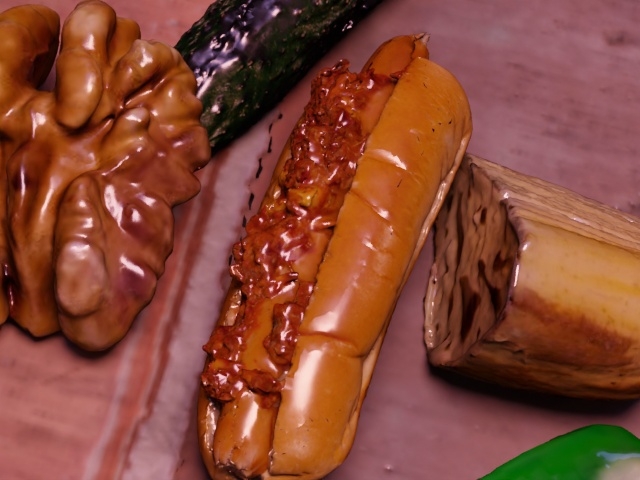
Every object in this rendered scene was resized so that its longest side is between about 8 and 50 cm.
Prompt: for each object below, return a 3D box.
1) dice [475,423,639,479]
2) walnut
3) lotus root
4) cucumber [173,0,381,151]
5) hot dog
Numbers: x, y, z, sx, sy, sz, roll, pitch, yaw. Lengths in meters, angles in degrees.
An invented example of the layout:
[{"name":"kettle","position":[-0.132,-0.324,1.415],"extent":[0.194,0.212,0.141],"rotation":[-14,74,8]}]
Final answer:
[{"name":"dice","position":[0.104,0.160,0.745],"extent":[0.120,0.131,0.128],"rotation":[-25,68,-19]},{"name":"walnut","position":[-0.126,-0.035,0.843],"extent":[0.143,0.069,0.170],"rotation":[1,76,10]},{"name":"lotus root","position":[0.111,0.026,0.852],"extent":[0.135,0.095,0.159],"rotation":[18,20,-2]},{"name":"cucumber","position":[-0.008,-0.126,0.929],"extent":[0.067,0.067,0.245],"rotation":[38,62,14]},{"name":"hot dog","position":[0.000,0.000,0.842],"extent":[0.076,0.102,0.249],"rotation":[38,59,-27]}]
